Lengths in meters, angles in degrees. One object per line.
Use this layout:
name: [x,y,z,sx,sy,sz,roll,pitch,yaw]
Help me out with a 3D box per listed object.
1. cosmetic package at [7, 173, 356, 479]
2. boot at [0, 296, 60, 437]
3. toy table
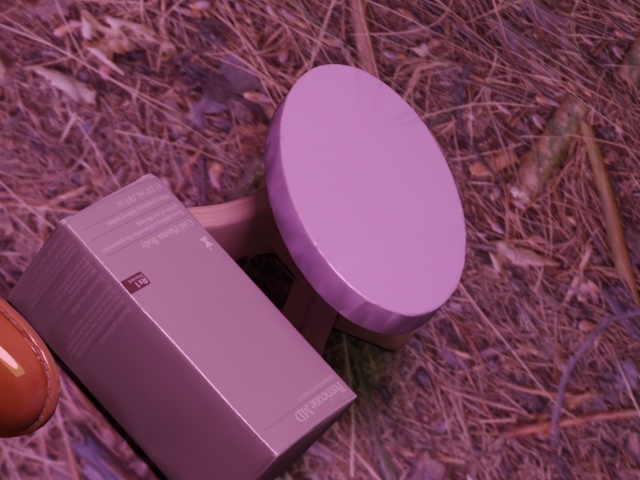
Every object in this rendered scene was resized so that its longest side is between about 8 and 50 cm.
cosmetic package: [-0.103,0.080,1.374,0.238,0.107,0.127,44,34,8]
boot: [-0.310,0.058,1.142,0.283,0.109,0.220,36,11,0]
toy table: [0.000,0.000,1.495,0.252,0.161,0.274,30,38,-14]
